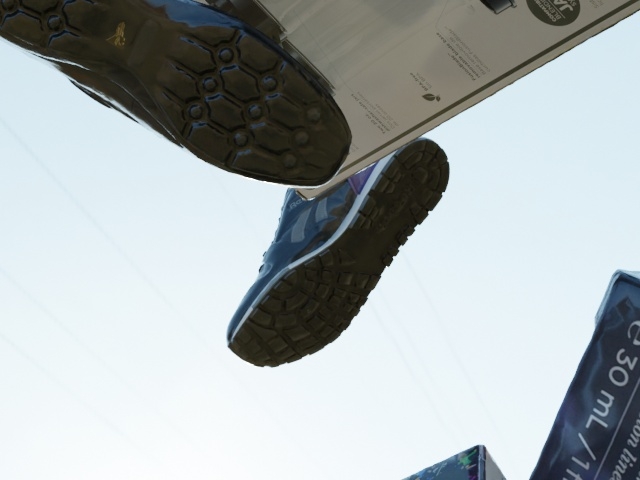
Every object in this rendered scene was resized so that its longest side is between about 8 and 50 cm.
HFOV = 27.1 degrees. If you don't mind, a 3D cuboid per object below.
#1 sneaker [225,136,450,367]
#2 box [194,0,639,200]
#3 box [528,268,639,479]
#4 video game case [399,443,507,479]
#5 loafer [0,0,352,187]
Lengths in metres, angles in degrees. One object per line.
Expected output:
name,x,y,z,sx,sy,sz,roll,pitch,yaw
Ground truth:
sneaker,0.000,0.000,1.324,0.283,0.124,0.107,-48,-50,-7
box,0.037,-0.152,0.748,0.169,0.087,0.290,43,-41,-16
box,0.305,0.230,0.712,0.212,0.395,0.293,3,-68,-49
video game case,-0.013,0.214,0.635,0.232,0.210,0.042,-28,-70,17
loafer,-0.085,-0.098,0.711,0.223,0.078,0.076,27,-85,-3
